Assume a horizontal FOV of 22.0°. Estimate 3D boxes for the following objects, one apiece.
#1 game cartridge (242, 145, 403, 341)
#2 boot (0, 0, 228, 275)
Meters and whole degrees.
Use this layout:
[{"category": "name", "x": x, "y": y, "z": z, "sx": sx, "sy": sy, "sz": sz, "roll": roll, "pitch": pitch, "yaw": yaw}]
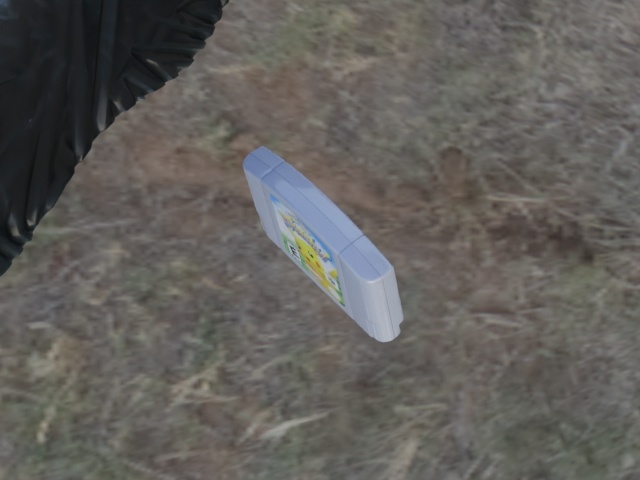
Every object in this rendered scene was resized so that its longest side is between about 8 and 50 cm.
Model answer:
[{"category": "game cartridge", "x": 0.000, "y": 0.000, "z": 0.658, "sx": 0.017, "sy": 0.056, "sz": 0.083, "roll": -36, "pitch": 58, "yaw": -18}, {"category": "boot", "x": -0.170, "y": -0.073, "z": 0.683, "sx": 0.207, "sy": 0.094, "sz": 0.246, "roll": 0, "pitch": 46, "yaw": 37}]
